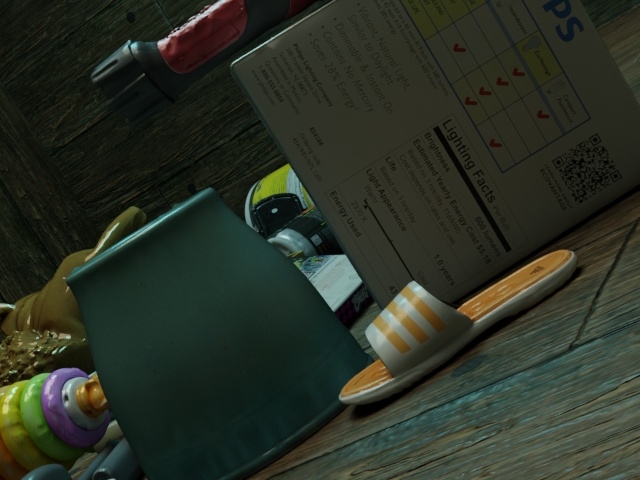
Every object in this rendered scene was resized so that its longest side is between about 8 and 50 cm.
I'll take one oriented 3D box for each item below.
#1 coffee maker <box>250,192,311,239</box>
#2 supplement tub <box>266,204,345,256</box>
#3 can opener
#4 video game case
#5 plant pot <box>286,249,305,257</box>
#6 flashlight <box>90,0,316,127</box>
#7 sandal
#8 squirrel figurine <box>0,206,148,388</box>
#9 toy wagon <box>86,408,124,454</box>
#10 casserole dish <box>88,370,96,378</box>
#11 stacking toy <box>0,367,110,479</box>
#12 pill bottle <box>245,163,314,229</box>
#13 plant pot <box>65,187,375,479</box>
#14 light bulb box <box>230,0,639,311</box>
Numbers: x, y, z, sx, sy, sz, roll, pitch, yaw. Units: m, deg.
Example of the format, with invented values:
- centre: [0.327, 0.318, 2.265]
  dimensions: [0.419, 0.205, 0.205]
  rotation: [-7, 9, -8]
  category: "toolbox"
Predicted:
- centre: [-0.078, 0.021, 2.257]
  dimensions: [0.120, 0.171, 0.178]
  rotation: [5, -20, -6]
  category: "coffee maker"
- centre: [0.000, 0.000, 2.114]
  dimensions: [0.190, 0.117, 0.117]
  rotation: [-36, 7, -38]
  category: "supplement tub"
- centre: [-0.259, 0.269, 1.390]
  dimensions: [0.074, 0.093, 0.280]
  rotation: [-31, 1, 13]
  category: "can opener"
- centre: [-0.040, 0.078, 1.661]
  dimensions: [0.210, 0.042, 0.232]
  rotation: [-2, 19, 24]
  category: "video game case"
- centre: [-0.053, 0.076, 1.914]
  dimensions: [0.081, 0.083, 0.081]
  rotation: [-34, 6, -29]
  category: "plant pot"
- centre: [-0.114, -0.244, 1.343]
  dimensions: [0.304, 0.103, 0.103]
  rotation: [-32, 10, 10]
  category: "flashlight"
- centre: [0.118, 0.063, 1.165]
  dimensions: [0.265, 0.076, 0.102]
  rotation: [-33, 6, -6]
  category: "sandal"
- centre: [-0.447, 0.172, 2.055]
  dimensions: [0.370, 0.281, 0.397]
  rotation: [-8, 33, 43]
  category: "squirrel figurine"
- centre: [-0.188, 0.192, 1.735]
  dimensions: [0.267, 0.068, 0.344]
  rotation: [-28, 6, 33]
  category: "toy wagon"
- centre: [-0.314, 0.211, 1.708]
  dimensions: [0.114, 0.037, 0.188]
  rotation: [-30, 6, 17]
  category: "casserole dish"
- centre: [-0.331, 0.222, 1.529]
  dimensions: [0.302, 0.175, 0.166]
  rotation: [-30, 28, 26]
  category: "stacking toy"
- centre: [0.006, -0.091, 2.497]
  dimensions: [0.188, 0.188, 0.334]
  rotation: [-37, 8, -40]
  category: "pill bottle"
- centre: [-0.122, 0.094, 1.280]
  dimensions: [0.271, 0.255, 0.271]
  rotation: [-31, 5, 3]
  category: "plant pot"
- centre: [0.138, -0.146, 1.412]
  dimensions: [0.361, 0.358, 0.225]
  rotation: [-32, 8, 0]
  category: "light bulb box"
